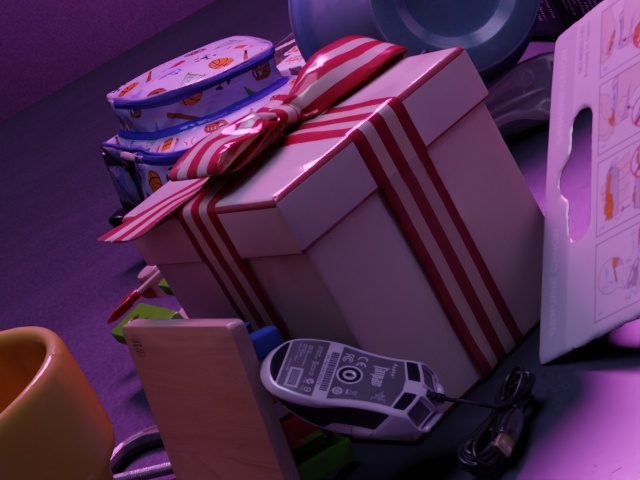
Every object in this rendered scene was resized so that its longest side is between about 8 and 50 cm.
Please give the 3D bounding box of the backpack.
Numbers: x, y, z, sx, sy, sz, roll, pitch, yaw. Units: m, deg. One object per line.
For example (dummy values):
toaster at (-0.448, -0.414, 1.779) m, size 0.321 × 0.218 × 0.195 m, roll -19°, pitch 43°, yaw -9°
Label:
backpack at (-0.105, -0.115, 2.038) m, size 0.276 × 0.213 × 0.263 m, roll -33°, pitch 28°, yaw -19°

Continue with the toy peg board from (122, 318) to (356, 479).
toy peg board at (-0.057, 0.124, 1.361) m, size 0.079 × 0.161 × 0.161 m, roll -26°, pitch 12°, yaw -34°

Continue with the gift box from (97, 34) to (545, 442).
gift box at (0.000, 0.000, 1.433) m, size 0.276 × 0.258 × 0.255 m, roll -7°, pitch 28°, yaw 49°

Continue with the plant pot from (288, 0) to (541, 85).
plant pot at (0.114, -0.262, 1.886) m, size 0.271 × 0.272 × 0.255 m, roll -31°, pitch 7°, yaw -5°

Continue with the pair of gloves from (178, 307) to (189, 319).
pair of gloves at (-0.040, 0.022, 1.791) m, size 0.240 × 0.042 × 0.204 m, roll -23°, pitch 23°, yaw 42°

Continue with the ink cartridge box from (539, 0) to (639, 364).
ink cartridge box at (0.315, -0.089, 1.276) m, size 0.385 × 0.091 × 0.308 m, roll -32°, pitch 43°, yaw 50°

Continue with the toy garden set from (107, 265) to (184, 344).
toy garden set at (-0.108, 0.025, 1.779) m, size 0.244 × 0.049 × 0.204 m, roll -45°, pitch 19°, yaw -16°

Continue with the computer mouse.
computer mouse at (0.052, 0.115, 1.265) m, size 0.193 × 0.042 × 0.106 m, roll 11°, pitch 40°, yaw 10°

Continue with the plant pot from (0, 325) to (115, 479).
plant pot at (-0.225, 0.224, 1.196) m, size 0.254 × 0.239 × 0.254 m, roll -27°, pitch 18°, yaw 10°

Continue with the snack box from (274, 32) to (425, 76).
snack box at (0.035, -0.262, 2.439) m, size 0.187 × 0.060 × 0.322 m, roll -41°, pitch 21°, yaw -31°

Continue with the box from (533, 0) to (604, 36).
box at (0.363, -0.390, 2.022) m, size 0.293 × 0.212 × 0.395 m, roll -34°, pitch 18°, yaw -16°

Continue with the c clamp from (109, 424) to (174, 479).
c clamp at (-0.139, 0.187, 1.525) m, size 0.160 × 0.022 × 0.137 m, roll -15°, pitch 23°, yaw 39°

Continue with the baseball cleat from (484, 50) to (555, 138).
baseball cleat at (0.191, -0.143, 1.845) m, size 0.206 × 0.072 × 0.109 m, roll -23°, pitch 8°, yaw 4°
